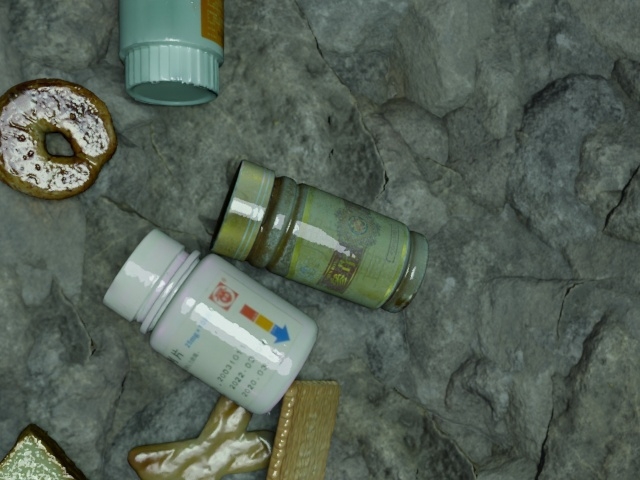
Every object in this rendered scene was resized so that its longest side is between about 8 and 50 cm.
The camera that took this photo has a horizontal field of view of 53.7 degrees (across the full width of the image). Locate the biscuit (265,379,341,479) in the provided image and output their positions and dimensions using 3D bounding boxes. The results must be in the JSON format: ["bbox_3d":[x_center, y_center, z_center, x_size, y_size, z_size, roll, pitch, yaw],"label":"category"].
[{"bbox_3d":[-0.035,0.343,0.996,0.160,0.030,0.250,20,80,-58],"label":"biscuit"}]

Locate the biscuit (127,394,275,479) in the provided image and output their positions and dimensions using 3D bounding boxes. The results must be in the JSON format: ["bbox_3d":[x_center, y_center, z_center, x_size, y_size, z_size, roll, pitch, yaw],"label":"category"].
[{"bbox_3d":[-0.172,0.339,0.993,0.207,0.047,0.164,-33,92,-13],"label":"biscuit"}]

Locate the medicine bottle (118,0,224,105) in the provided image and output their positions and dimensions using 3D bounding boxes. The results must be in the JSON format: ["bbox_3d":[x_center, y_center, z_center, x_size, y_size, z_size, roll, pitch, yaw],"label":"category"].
[{"bbox_3d":[-0.226,-0.375,0.963,0.158,0.158,0.318,0,86,-15],"label":"medicine bottle"}]

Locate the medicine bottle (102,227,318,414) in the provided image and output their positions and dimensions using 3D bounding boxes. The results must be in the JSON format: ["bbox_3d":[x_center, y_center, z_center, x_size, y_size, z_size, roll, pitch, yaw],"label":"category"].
[{"bbox_3d":[-0.161,0.116,0.941,0.293,0.170,0.170,35,79,-5],"label":"medicine bottle"}]

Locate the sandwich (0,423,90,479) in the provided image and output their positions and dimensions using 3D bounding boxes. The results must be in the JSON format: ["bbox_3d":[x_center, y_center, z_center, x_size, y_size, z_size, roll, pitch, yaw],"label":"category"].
[{"bbox_3d":[-0.442,0.398,0.908,0.214,0.065,0.186,-43,99,-14],"label":"sandwich"}]

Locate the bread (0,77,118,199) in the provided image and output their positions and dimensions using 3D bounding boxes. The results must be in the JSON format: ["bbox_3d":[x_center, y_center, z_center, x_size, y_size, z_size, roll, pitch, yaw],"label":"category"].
[{"bbox_3d":[-0.407,-0.153,0.953,0.193,0.064,0.193,0,91,-20],"label":"bread"}]

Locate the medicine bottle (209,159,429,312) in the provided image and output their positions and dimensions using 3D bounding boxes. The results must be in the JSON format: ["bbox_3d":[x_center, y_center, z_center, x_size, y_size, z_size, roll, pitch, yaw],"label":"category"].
[{"bbox_3d":[0.000,0.000,1.005,0.322,0.151,0.151,21,82,-13],"label":"medicine bottle"}]
